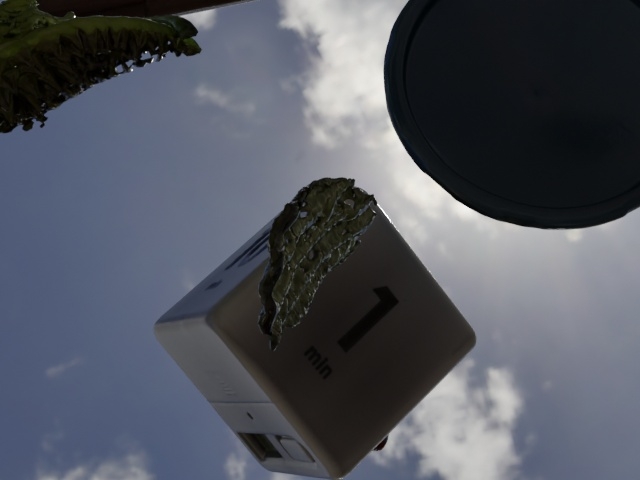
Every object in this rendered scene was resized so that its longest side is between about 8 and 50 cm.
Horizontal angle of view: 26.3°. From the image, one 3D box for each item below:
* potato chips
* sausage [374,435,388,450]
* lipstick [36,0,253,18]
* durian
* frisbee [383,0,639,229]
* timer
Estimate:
[{"bbox_3d":[0.001,0.000,0.924,0.207,0.028,0.092,-44,-39,-60],"label":"potato chips"},{"bbox_3d":[0.060,0.173,1.462,0.034,0.034,0.129,40,-143,-27],"label":"sausage"},{"bbox_3d":[-0.166,-0.288,1.589,0.356,0.057,0.057,-16,-94,-25],"label":"lipstick"},{"bbox_3d":[-0.288,-0.140,1.170,0.107,0.375,0.132,69,-175,-50],"label":"durian"},{"bbox_3d":[0.199,-0.136,1.232,0.289,0.049,0.290,1,-112,-3],"label":"frisbee"},{"bbox_3d":[-0.008,0.088,1.280,0.195,0.192,0.194,-43,-79,-21],"label":"timer"}]
